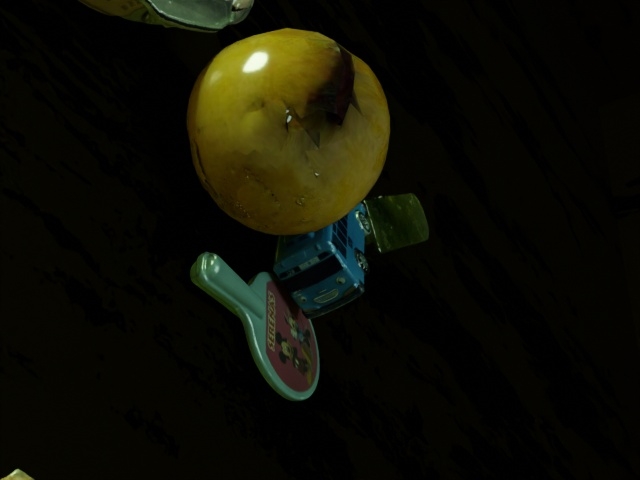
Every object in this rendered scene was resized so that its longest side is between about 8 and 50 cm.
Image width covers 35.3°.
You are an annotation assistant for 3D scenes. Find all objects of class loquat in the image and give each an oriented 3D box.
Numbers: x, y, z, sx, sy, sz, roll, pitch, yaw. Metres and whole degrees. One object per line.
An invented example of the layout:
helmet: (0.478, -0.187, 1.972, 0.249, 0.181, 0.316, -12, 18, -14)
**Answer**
loquat: (-0.036, -0.120, 1.131, 0.235, 0.235, 0.235, 40, 40, -44)

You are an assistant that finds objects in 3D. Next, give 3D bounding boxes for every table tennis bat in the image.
table tennis bat: (-0.067, 0.090, 1.148, 0.244, 0.040, 0.153, 47, 31, -43)

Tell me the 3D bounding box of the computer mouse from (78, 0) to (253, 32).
computer mouse: (-0.220, -0.323, 1.063, 0.389, 0.115, 0.199, 13, 71, -47)

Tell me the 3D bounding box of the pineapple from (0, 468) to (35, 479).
pineapple: (-0.288, 0.193, 0.554, 0.340, 0.169, 0.169, 22, 54, -46)

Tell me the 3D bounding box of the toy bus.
toy bus: (0.000, 0.000, 1.245, 0.106, 0.090, 0.184, 54, 21, -28)

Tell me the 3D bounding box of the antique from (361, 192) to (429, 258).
antique: (0.084, -0.016, 1.447, 0.221, 0.080, 0.081, -10, 82, -64)
